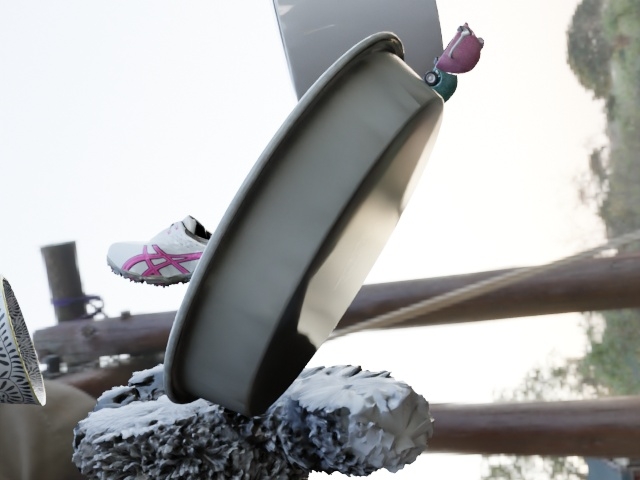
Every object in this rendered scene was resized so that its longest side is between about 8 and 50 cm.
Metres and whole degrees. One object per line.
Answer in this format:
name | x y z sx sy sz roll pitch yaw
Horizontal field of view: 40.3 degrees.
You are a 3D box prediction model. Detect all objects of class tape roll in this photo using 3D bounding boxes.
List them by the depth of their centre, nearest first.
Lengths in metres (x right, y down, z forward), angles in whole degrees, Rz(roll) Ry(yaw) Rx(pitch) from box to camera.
tape roll | 0.035 -0.250 1.018 0.246 0.169 0.246 166 90 -90

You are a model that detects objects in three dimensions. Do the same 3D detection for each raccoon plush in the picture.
raccoon plush | -0.068 0.284 0.838 0.216 0.446 0.299 -25 -76 -33

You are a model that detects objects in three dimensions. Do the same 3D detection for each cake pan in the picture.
cake pan | 0.000 0.000 0.606 0.293 0.054 0.293 -56 -11 -17

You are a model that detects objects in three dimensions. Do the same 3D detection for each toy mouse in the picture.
toy mouse | 0.105 -0.138 0.741 0.143 0.031 0.161 -53 0 -35

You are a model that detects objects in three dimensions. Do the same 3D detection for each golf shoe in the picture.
golf shoe | -0.154 0.012 0.962 0.067 0.186 0.086 -12 -72 -65

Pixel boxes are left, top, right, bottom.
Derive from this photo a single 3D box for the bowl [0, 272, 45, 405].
bowl | -0.398 0.131 1.057 0.170 0.080 0.170 163 90 -76
